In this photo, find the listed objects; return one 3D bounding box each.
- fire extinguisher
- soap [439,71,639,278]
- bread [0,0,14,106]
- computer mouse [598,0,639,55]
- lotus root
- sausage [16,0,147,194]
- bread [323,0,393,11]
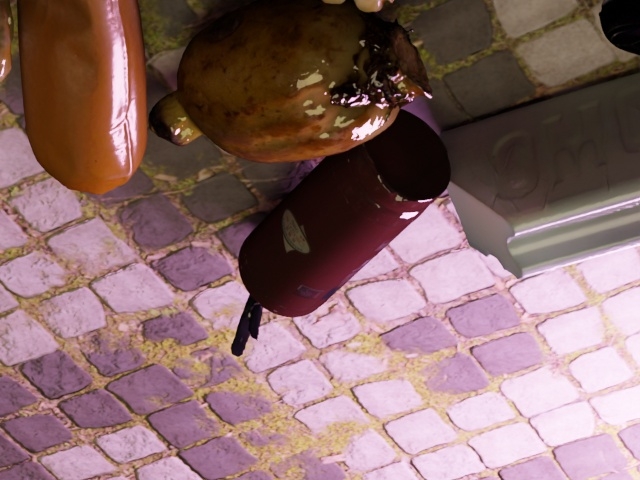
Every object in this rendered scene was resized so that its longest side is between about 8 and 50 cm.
[{"bbox_3d":[0.000,0.000,1.908,0.114,0.135,0.337,29,138,-16],"label":"fire extinguisher"},{"bbox_3d":[0.273,-0.071,1.824,0.289,0.173,0.095,-16,134,16],"label":"soap"},{"bbox_3d":[-0.378,-0.241,1.587,0.196,0.238,0.252,-2,144,-5],"label":"bread"},{"bbox_3d":[0.383,-0.217,1.705,0.233,0.096,0.137,12,166,-18],"label":"computer mouse"},{"bbox_3d":[-0.035,-0.159,1.744,0.314,0.141,0.169,-10,134,25],"label":"lotus root"},{"bbox_3d":[-0.231,-0.198,1.707,0.116,0.134,0.354,-31,146,-28],"label":"sausage"},{"bbox_3d":[0.008,-0.276,1.643,0.177,0.084,0.119,15,92,-18],"label":"bread"}]
